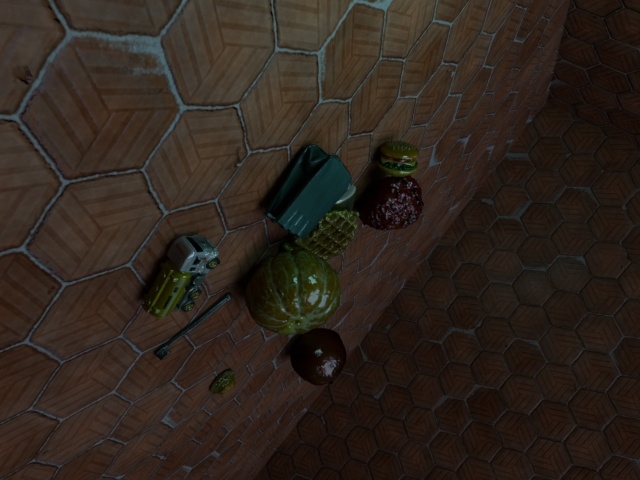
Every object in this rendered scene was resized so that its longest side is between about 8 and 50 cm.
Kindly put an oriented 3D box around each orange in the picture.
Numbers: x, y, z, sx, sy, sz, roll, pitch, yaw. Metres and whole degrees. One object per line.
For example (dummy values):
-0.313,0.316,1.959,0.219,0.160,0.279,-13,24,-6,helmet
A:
-0.095,0.173,1.459,0.328,0.249,0.329,-11,138,-10,orange

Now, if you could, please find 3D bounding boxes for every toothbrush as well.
-0.397,0.268,1.369,0.297,0.031,0.030,-41,-179,-25,toothbrush

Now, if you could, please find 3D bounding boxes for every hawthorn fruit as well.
-0.006,0.602,2.260,0.316,0.316,0.316,-40,154,-24,hawthorn fruit

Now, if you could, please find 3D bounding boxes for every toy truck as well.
-0.359,0.094,1.094,0.114,0.098,0.227,8,120,-57,toy truck

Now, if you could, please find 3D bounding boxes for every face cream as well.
0.063,-0.080,1.638,0.139,0.067,0.285,-32,150,-27,face cream

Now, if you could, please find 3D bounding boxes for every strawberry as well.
0.294,-0.145,1.729,0.274,0.220,0.274,-42,176,-3,strawberry

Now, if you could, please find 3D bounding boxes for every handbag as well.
-0.039,-0.148,1.328,0.274,0.100,0.268,-52,160,5,handbag

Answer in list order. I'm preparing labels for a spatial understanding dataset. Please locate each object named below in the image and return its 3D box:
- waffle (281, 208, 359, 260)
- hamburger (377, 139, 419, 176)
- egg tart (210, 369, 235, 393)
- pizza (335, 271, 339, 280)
0.009,-0.004,1.565,0.300,0.058,0.282,-27,147,-10,waffle
0.291,-0.307,1.606,0.162,0.162,0.115,-28,136,-42,hamburger
-0.405,0.605,1.817,0.130,0.052,0.130,-37,151,-25,egg tart
0.017,0.244,2.072,0.181,0.034,0.262,-29,148,-40,pizza
